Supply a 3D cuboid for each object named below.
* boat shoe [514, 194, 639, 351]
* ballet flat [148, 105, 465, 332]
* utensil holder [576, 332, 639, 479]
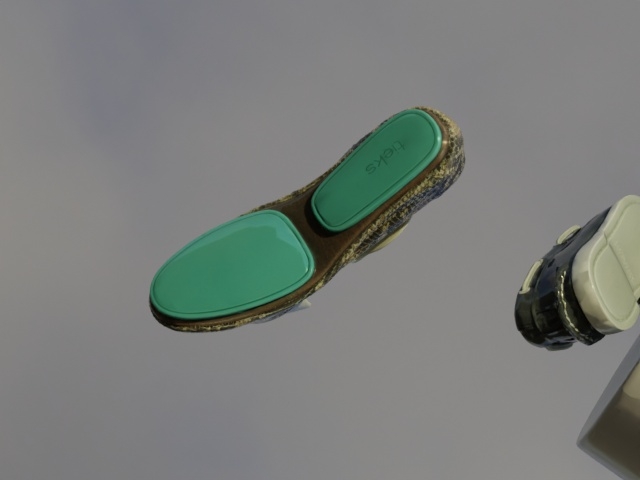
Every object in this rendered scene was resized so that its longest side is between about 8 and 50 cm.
[{"bbox_3d":[0.271,0.030,1.226,0.091,0.302,0.114,-23,-94,30],"label":"boat shoe"},{"bbox_3d":[0.000,0.000,1.725,0.164,0.483,0.182,59,5,29],"label":"ballet flat"},{"bbox_3d":[0.503,0.189,1.266,0.385,0.327,0.327,33,-43,13],"label":"utensil holder"}]
